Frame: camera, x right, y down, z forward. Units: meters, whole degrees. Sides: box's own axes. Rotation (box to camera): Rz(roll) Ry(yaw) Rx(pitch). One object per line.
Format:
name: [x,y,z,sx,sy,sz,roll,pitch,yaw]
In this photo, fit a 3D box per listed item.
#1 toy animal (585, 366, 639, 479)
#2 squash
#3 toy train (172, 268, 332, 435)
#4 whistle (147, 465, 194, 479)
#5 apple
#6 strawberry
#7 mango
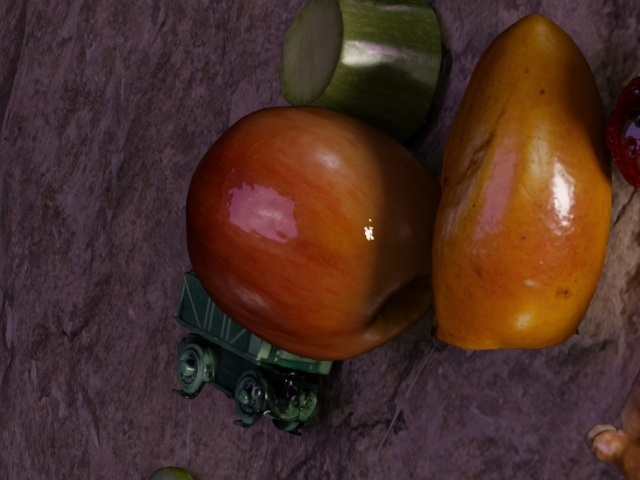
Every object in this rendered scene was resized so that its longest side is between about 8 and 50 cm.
toy animal: [0.290,0.140,0.825,0.184,0.104,0.185,-66,32,28]
squash: [0.041,-0.179,1.275,0.170,0.122,0.170,-25,59,51]
toy train: [-0.077,0.124,1.418,0.269,0.115,0.154,17,91,58]
whistle: [-0.181,0.375,1.585,0.104,0.057,0.198,-64,36,30]
apple: [0.000,0.000,1.189,0.241,0.242,0.242,35,116,31]
strawberry: [0.260,-0.076,0.926,0.106,0.106,0.106,-15,72,57]
mango: [0.166,-0.049,1.006,0.187,0.138,0.257,-69,-15,-71]
